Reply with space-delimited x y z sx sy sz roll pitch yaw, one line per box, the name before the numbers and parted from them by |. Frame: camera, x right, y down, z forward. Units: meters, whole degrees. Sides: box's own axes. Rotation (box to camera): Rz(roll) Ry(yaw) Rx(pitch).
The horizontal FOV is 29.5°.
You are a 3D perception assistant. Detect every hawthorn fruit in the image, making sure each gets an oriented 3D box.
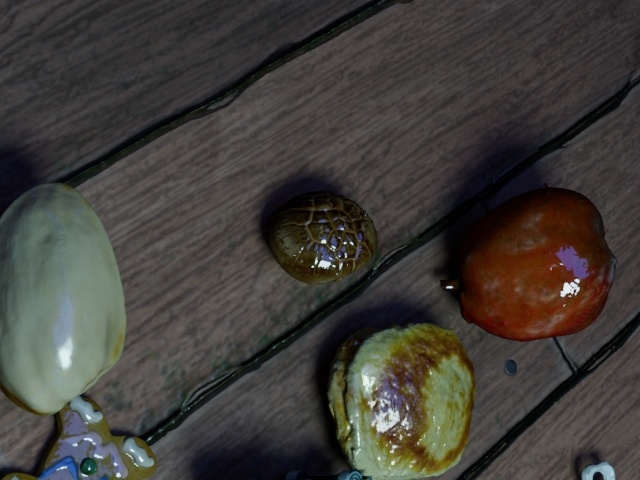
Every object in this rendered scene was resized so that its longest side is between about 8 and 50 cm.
hawthorn fruit | 0.242 0.033 1.442 0.202 0.185 0.185 -15 89 3

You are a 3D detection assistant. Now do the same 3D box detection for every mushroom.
mushroom | 0.004 -0.003 1.345 0.126 0.085 0.109 -38 101 -37

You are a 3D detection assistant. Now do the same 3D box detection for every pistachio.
pistachio | -0.256 0.056 1.147 0.144 0.144 0.215 3 74 -32

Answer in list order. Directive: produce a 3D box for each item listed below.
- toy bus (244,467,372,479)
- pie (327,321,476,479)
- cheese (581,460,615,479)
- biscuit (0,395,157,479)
toy bus | -0.022 0.288 1.243 0.175 0.088 0.101 5 81 -56
pie | 0.096 0.183 1.370 0.205 0.084 0.179 5 79 -35
cheese | 0.381 0.409 1.518 0.163 0.071 0.248 17 72 -29
biscuit | -0.248 0.261 1.174 0.138 0.031 0.205 44 63 -18
